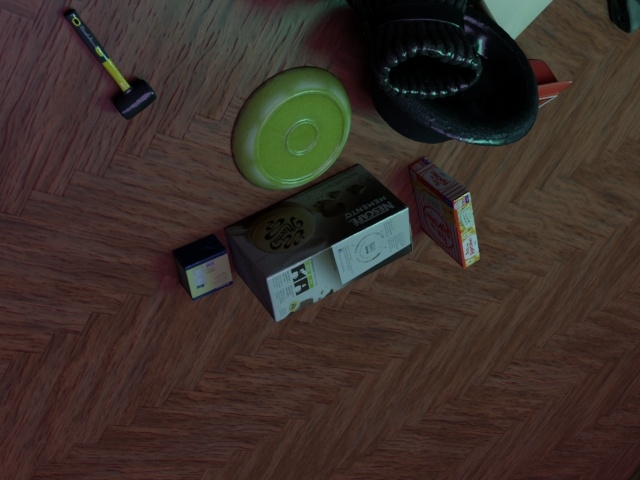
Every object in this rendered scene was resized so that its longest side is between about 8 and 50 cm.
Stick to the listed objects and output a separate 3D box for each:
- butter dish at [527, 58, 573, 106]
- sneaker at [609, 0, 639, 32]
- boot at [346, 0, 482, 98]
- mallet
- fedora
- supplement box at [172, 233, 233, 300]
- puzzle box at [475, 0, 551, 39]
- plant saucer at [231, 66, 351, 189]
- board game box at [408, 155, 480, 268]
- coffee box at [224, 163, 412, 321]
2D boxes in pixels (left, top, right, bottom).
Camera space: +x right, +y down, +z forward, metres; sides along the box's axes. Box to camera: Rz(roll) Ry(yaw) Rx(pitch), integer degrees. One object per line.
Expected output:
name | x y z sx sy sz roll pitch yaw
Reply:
butter dish | 0.370 -0.305 1.730 0.160 0.118 0.160 -15 170 -29
sneaker | 0.634 -0.529 1.768 0.130 0.087 0.227 -39 140 -7
boot | 0.216 -0.359 1.406 0.347 0.260 0.131 -17 143 -5
mallet | -0.303 -0.264 1.315 0.062 0.039 0.190 -33 132 -10
fedora | 0.210 -0.268 1.571 0.334 0.334 0.152 -10 161 -31
supplement box | -0.210 0.049 1.610 0.083 0.056 0.083 -24 134 -20
puzzle box | 0.326 -0.565 1.524 0.272 0.052 0.409 -45 135 2
plant saucer | -0.040 -0.185 1.569 0.241 0.037 0.241 -19 132 -23
board game box | 0.250 -0.056 1.805 0.045 0.147 0.193 -32 135 -13
coffee box | 0.000 0.000 1.648 0.297 0.168 0.119 -26 135 -17
